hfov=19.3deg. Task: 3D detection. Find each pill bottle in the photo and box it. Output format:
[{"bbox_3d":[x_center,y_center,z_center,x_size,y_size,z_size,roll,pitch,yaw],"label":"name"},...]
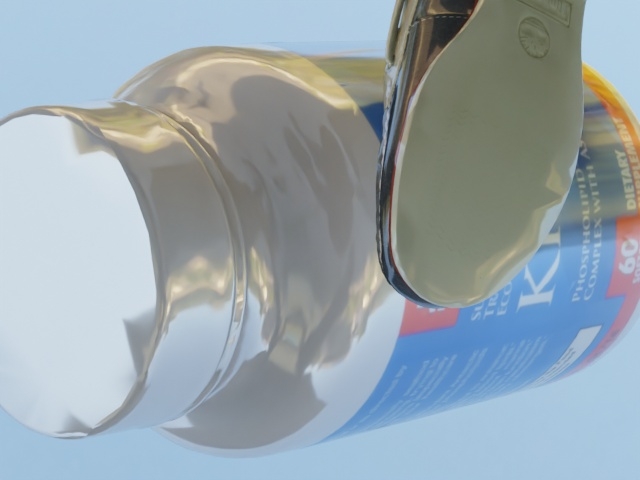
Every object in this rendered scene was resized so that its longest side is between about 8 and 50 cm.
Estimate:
[{"bbox_3d":[0.000,0.000,0.582,0.221,0.124,0.124,-9,-133,-48],"label":"pill bottle"}]

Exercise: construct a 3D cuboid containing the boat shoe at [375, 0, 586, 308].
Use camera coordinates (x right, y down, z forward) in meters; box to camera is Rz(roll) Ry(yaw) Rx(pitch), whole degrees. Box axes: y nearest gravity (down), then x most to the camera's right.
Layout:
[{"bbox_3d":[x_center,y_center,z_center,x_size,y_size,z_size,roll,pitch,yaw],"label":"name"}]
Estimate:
[{"bbox_3d":[0.037,-0.045,0.462,0.049,0.043,0.137,26,-113,-30],"label":"boat shoe"}]
